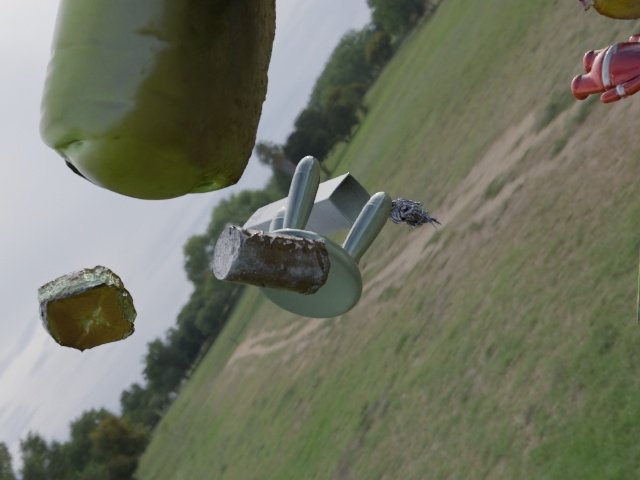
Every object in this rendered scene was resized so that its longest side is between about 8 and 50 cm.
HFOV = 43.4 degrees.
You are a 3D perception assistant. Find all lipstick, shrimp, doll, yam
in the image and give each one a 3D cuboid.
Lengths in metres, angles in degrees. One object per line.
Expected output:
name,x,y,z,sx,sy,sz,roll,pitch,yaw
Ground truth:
lipstick,-0.036,-0.047,1.587,0.076,0.080,0.371,-51,17,-27
shrimp,0.185,-0.059,1.722,0.065,0.165,0.056,-1,-76,-53
doll,0.474,-0.253,1.126,0.245,0.076,0.142,-2,51,47
yam,-0.059,0.025,1.024,0.079,0.141,0.079,-29,55,54

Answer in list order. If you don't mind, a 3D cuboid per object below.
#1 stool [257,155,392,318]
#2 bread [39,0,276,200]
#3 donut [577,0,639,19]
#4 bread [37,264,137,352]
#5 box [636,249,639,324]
stool,0.000,0.000,1.368,0.195,0.195,0.198,-61,4,49
bread,-0.158,-0.223,0.862,0.251,0.209,0.376,31,-113,-72
donut,0.450,-0.434,1.269,0.174,0.190,0.074,-9,-34,-26
bread,-0.366,0.111,1.268,0.140,0.127,0.069,-18,32,-2
box,0.544,0.067,1.116,0.030,0.193,0.121,-5,-83,-53
